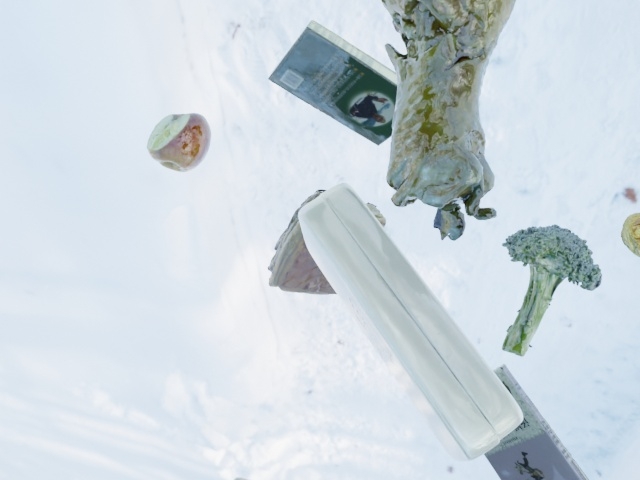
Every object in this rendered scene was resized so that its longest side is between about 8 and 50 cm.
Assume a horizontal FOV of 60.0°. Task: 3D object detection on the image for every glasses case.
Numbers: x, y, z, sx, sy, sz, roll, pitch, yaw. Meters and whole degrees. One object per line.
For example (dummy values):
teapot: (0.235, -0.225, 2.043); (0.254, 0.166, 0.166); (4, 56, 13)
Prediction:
glasses case: (0.086, 0.087, 0.614); (0.313, 0.070, 0.131); (55, 172, 21)

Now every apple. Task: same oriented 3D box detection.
apple: (-0.408, -0.294, 1.631); (0.195, 0.173, 0.160); (8, 170, 39)

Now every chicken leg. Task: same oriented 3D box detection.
chicken leg: (0.114, -0.212, 0.483); (0.152, 0.429, 0.201); (-1, -175, -34)

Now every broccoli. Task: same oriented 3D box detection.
broccoli: (0.319, 0.076, 0.814); (0.122, 0.204, 0.118); (11, -170, -24)

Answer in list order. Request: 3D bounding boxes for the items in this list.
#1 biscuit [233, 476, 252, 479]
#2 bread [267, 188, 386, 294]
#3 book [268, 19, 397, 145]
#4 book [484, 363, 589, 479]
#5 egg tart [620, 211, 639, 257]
biscuit: (0.019, 0.386, 0.655); (0.287, 0.057, 0.344); (22, 145, 20)
bread: (0.000, 0.000, 1.635); (0.277, 0.167, 0.325); (10, 123, -33)
book: (0.073, -0.394, 1.443); (0.371, 0.043, 0.260); (27, 156, -19)
book: (0.251, 0.259, 0.709); (0.182, 0.014, 0.127); (57, 142, 18)
egg tart: (0.788, -0.015, 1.336); (0.130, 0.130, 0.052); (21, 172, 8)
